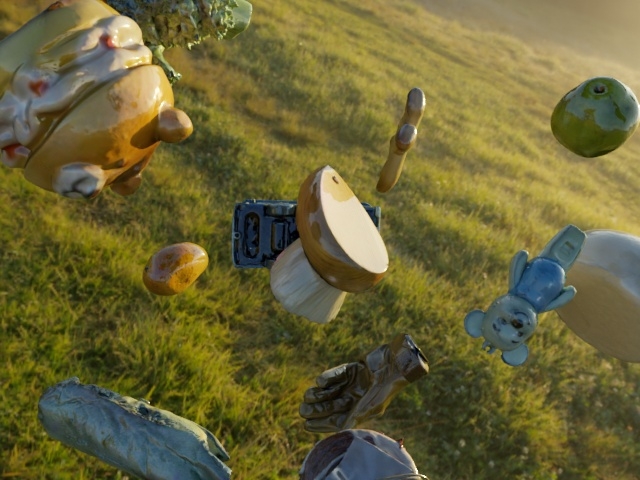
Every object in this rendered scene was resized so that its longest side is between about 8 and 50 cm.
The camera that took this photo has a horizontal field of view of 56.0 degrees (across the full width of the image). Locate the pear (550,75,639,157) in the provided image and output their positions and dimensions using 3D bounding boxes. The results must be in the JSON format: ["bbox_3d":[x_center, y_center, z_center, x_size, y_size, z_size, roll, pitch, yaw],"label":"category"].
[{"bbox_3d":[0.312,-0.134,0.680,0.092,0.092,0.097,46,-1,35],"label":"pear"}]

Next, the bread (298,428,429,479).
[{"bbox_3d":[0.064,0.420,0.984,0.224,0.142,0.212,-8,34,-8],"label":"bread"}]

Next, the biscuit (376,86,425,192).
[{"bbox_3d":[0.178,-0.215,1.327,0.047,0.208,0.164,20,64,2],"label":"biscuit"}]

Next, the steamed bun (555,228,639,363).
[{"bbox_3d":[0.592,0.092,1.186,0.177,0.283,0.283,-39,59,-18],"label":"steamed bun"}]

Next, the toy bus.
[{"bbox_3d":[-0.031,-0.012,1.321,0.312,0.152,0.190,1,5,-2],"label":"toy bus"}]

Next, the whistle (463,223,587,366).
[{"bbox_3d":[0.324,0.077,0.916,0.114,0.235,0.077,38,-1,3],"label":"whistle"}]

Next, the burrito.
[{"bbox_3d":[-0.250,0.261,0.808,0.309,0.066,0.096,17,66,19],"label":"burrito"}]

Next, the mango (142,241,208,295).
[{"bbox_3d":[-0.334,0.061,1.393,0.165,0.115,0.089,-41,40,-25],"label":"mango"}]

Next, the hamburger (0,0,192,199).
[{"bbox_3d":[-0.335,-0.178,0.863,0.237,0.276,0.276,49,30,-11],"label":"hamburger"}]

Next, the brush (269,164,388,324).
[{"bbox_3d":[0.000,0.000,1.098,0.174,0.166,0.266,20,43,-42],"label":"brush"}]

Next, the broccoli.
[{"bbox_3d":[-0.260,-0.431,1.115,0.302,0.375,0.249,15,22,-28],"label":"broccoli"}]

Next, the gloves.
[{"bbox_3d":[0.100,0.346,1.417,0.154,0.331,0.141,56,-2,17],"label":"gloves"}]
